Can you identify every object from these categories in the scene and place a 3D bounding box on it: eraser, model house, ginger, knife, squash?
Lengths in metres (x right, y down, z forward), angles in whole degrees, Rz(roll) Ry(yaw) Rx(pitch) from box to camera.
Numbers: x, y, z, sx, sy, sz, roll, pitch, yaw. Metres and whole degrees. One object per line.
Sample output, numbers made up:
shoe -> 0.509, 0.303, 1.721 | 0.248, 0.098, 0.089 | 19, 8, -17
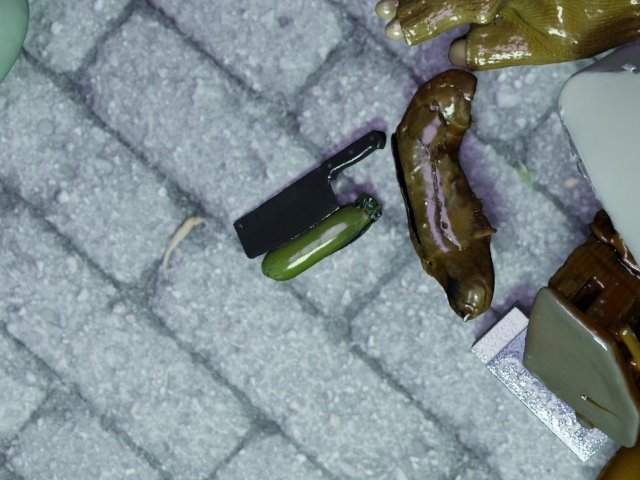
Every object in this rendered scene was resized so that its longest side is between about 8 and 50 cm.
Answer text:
eraser -> 0.302, 0.183, 1.938 | 0.212, 0.046, 0.092 | 45, 106, 0
model house -> 0.373, 0.093, 1.834 | 0.199, 0.219, 0.229 | 34, 62, 11
ginger -> 0.159, -0.060, 1.878 | 0.133, 0.107, 0.309 | 1, 103, 46
eraser -> 0.452, -0.065, 1.723 | 0.331, 0.150, 0.331 | 15, 116, 33
knife -> -0.007, -0.058, 1.951 | 0.245, 0.019, 0.072 | -34, 64, 18
squash -> 0.000, 0.000, 1.961 | 0.183, 0.052, 0.052 | -30, 95, 13

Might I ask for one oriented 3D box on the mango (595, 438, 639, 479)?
mango -> 0.409, 0.339, 1.892 | 0.136, 0.166, 0.236 | 41, 106, 5

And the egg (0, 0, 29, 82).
egg -> -0.557, -0.264, 1.898 | 0.389, 0.276, 0.276 | -16, 98, 15

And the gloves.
gloves -> 0.242, -0.297, 1.782 | 0.357, 0.203, 0.155 | -8, 64, 8
